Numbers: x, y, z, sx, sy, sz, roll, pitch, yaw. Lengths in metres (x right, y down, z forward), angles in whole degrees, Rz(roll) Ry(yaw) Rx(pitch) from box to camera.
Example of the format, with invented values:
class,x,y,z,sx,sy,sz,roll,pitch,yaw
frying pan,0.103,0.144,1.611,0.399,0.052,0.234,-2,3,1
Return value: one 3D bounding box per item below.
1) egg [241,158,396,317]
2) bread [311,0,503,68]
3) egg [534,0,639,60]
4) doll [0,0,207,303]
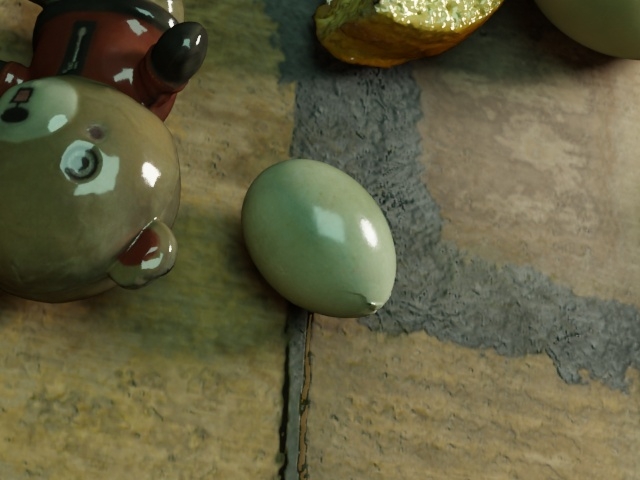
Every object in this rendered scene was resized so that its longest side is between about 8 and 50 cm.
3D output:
class,x,y,z,sx,sy,sz,roll,pitch,yaw
egg,0.000,0.000,1.522,0.114,0.114,0.152,-37,81,-27
bread,0.110,-0.253,1.657,0.134,0.129,0.260,34,71,-21
egg,0.293,-0.261,1.683,0.242,0.186,0.186,25,60,-31
doll,-0.198,-0.100,1.483,0.235,0.174,0.330,3,60,17
